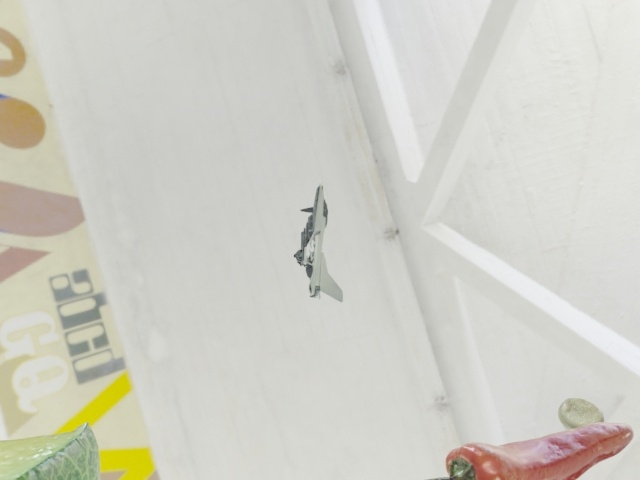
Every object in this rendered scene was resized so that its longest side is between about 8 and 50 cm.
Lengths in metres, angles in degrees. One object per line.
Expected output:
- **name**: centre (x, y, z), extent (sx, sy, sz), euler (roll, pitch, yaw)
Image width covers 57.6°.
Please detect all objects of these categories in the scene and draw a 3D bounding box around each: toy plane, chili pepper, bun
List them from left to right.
- **toy plane**: centre (-0.015, 0.008, 1.081), extent (0.082, 0.160, 0.234), euler (-13, -105, 11)
- **chili pepper**: centre (0.196, 0.216, 0.556), extent (0.071, 0.272, 0.063), euler (139, -55, -59)
- **bun**: centre (0.513, 0.355, 1.151), extent (0.086, 0.086, 0.055), euler (29, -44, 35)

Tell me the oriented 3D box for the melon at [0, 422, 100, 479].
- **melon**: centre (-0.390, 0.395, 0.594), extent (0.226, 0.331, 0.344), euler (2, -80, 21)
